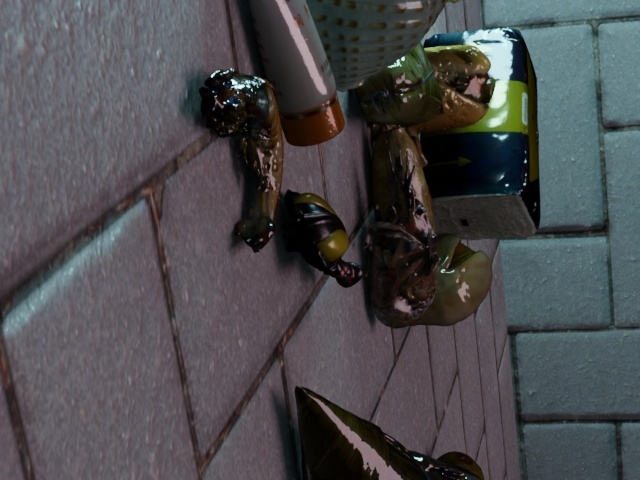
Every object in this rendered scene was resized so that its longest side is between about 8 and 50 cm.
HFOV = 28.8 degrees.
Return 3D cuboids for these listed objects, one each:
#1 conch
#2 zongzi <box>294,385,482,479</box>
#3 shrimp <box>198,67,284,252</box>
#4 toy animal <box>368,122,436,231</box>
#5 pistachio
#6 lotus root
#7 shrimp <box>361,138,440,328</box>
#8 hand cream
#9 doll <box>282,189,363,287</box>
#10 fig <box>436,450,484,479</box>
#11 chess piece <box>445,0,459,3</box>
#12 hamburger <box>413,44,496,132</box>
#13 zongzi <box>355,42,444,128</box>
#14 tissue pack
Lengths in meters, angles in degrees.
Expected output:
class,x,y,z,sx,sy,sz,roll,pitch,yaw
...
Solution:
class,x,y,z,sx,sy,sz,roll,pitch,yaw
conch,0.092,-0.396,1.939,0.303,0.215,0.319,-31,117,-61
zongzi,0.039,0.447,1.716,0.432,0.207,0.403,41,56,-45
shrimp,-0.090,-0.098,1.497,0.290,0.054,0.222,23,65,-77
toy animal,0.161,-0.126,2.385,0.157,0.097,0.312,-90,168,-60
pistachio,0.248,0.088,2.501,0.197,0.166,0.288,-56,170,21
lotus root,0.143,-0.079,2.253,0.097,0.110,0.259,-35,117,-47
shrimp,0.133,-0.004,2.167,0.116,0.145,0.343,-121,-155,-65
hand cream,-0.050,-0.282,1.645,0.140,0.089,0.314,-74,149,-55
doll,0.001,-0.003,1.765,0.088,0.127,0.248,-56,156,-4
fig,0.271,0.561,2.674,0.124,0.124,0.236,-63,172,-61
chess piece,0.188,-0.656,2.298,0.234,0.234,0.442,-47,130,-69
hamburger,0.249,-0.303,2.487,0.330,0.208,0.162,-35,120,-70
zongzi,0.110,-0.334,2.177,0.251,0.125,0.274,-12,85,-73
tissue pack,0.353,-0.234,2.769,0.264,0.253,0.417,54,35,-64
